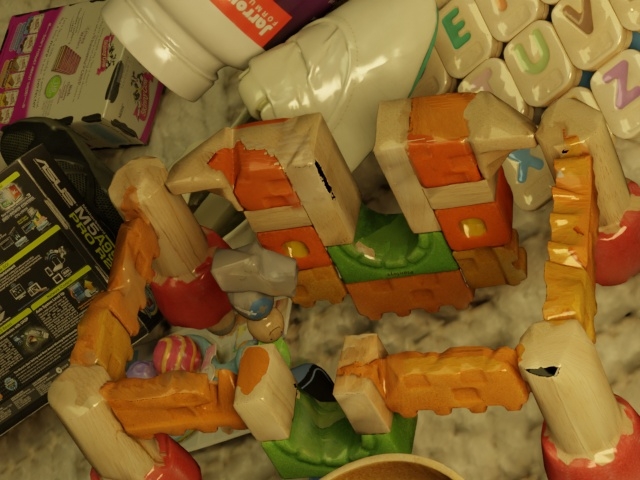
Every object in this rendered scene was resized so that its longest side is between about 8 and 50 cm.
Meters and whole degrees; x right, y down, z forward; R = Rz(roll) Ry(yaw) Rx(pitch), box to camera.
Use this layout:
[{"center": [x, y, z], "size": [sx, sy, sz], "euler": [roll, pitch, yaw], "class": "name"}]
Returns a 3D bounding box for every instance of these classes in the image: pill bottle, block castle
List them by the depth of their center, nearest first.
[{"center": [0.037, 0.073, 1.523], "size": [0.453, 0.213, 0.303], "euler": [-7, 49, 20], "class": "block castle"}, {"center": [-0.047, -0.282, 1.759], "size": [0.323, 0.181, 0.181], "euler": [-45, 42, 9], "class": "pill bottle"}]

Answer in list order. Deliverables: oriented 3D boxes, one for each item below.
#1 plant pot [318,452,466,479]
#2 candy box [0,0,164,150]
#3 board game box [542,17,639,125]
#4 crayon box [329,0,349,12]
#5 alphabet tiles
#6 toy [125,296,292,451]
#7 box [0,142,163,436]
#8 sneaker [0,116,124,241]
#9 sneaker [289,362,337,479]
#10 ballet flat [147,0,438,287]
[{"center": [0.102, 0.301, 1.330], "size": [0.237, 0.254, 0.237], "euler": [-23, 52, 32], "class": "plant pot"}, {"center": [-0.272, -0.181, 2.133], "size": [0.233, 0.071, 0.159], "euler": [-3, 65, 44], "class": "candy box"}, {"center": [0.257, -0.168, 1.647], "size": [0.169, 0.033, 0.133], "euler": [-47, 47, 18], "class": "board game box"}, {"center": [0.165, -0.321, 1.791], "size": [0.323, 0.083, 0.203], "euler": [-14, 57, 38], "class": "crayon box"}, {"center": [0.178, -0.180, 1.655], "size": [0.284, 0.021, 0.278], "euler": [-38, 63, 33], "class": "alphabet tiles"}, {"center": [-0.132, 0.130, 1.815], "size": [0.237, 0.056, 0.137], "euler": [-18, 53, 36], "class": "toy"}, {"center": [-0.320, 0.064, 1.928], "size": [0.270, 0.216, 0.060], "euler": [-35, 5, 24], "class": "box"}, {"center": [-0.297, -0.056, 2.006], "size": [0.227, 0.130, 0.087], "euler": [42, 133, 37], "class": "sneaker"}, {"center": [0.034, 0.184, 1.612], "size": [0.090, 0.081, 0.232], "euler": [-29, 47, 10], "class": "sneaker"}, {"center": [-0.046, -0.087, 1.741], "size": [0.400, 0.139, 0.139], "euler": [-51, 40, 25], "class": "ballet flat"}]
